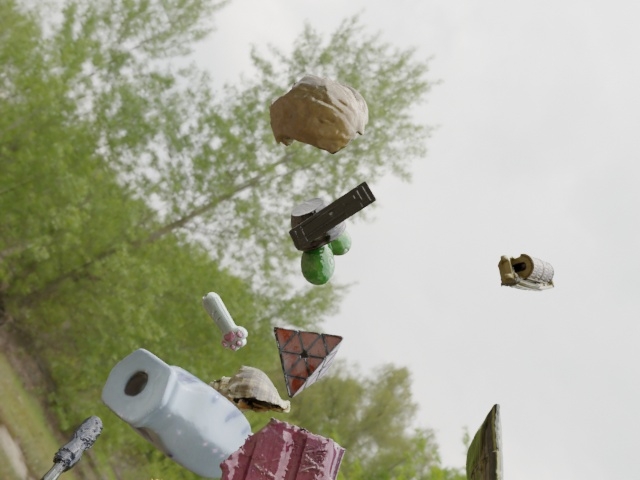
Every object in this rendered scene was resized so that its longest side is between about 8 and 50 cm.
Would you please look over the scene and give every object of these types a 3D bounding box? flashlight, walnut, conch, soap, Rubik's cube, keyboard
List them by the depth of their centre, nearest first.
[{"bbox_3d":[-0.097,0.494,1.317,0.220,0.325,0.127,12,-26,16],"label":"soap"},{"bbox_3d":[0.025,-0.053,1.584,0.013,0.204,0.061,49,11,-50],"label":"keyboard"},{"bbox_3d":[-0.006,-0.308,1.729,0.141,0.238,0.204,69,-2,-49],"label":"walnut"},{"bbox_3d":[-0.030,0.361,1.996,0.211,0.190,0.178,8,-25,30],"label":"Rubik's cube"},{"bbox_3d":[-0.304,0.252,2.272,0.200,0.093,0.047,58,20,1],"label":"flashlight"},{"bbox_3d":[-0.247,0.511,2.516,0.210,0.291,0.159,88,5,-56],"label":"conch"}]

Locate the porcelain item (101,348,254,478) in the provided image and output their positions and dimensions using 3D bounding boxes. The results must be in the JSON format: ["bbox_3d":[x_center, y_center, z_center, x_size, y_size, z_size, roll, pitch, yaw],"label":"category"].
[{"bbox_3d":[-0.301,0.414,1.673,0.242,0.178,0.405,20,-21,41],"label":"porcelain item"}]

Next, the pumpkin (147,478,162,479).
[{"bbox_3d":[-0.306,0.472,1.330,0.083,0.074,0.054,-28,-132,36],"label":"pumpkin"}]

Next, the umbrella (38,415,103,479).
[{"bbox_3d":[-0.597,0.515,1.749,0.248,0.071,0.071,-68,140,-66],"label":"umbrella"}]

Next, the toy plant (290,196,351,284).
[{"bbox_3d":[0.000,0.000,2.239,0.175,0.218,0.235,-3,-60,46],"label":"toy plant"}]

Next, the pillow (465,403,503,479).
[{"bbox_3d":[0.328,0.469,1.465,0.212,0.052,0.208,100,2,-46],"label":"pillow"}]

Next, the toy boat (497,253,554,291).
[{"bbox_3d":[0.468,0.075,1.623,0.088,0.226,0.068,-25,-116,36],"label":"toy boat"}]
